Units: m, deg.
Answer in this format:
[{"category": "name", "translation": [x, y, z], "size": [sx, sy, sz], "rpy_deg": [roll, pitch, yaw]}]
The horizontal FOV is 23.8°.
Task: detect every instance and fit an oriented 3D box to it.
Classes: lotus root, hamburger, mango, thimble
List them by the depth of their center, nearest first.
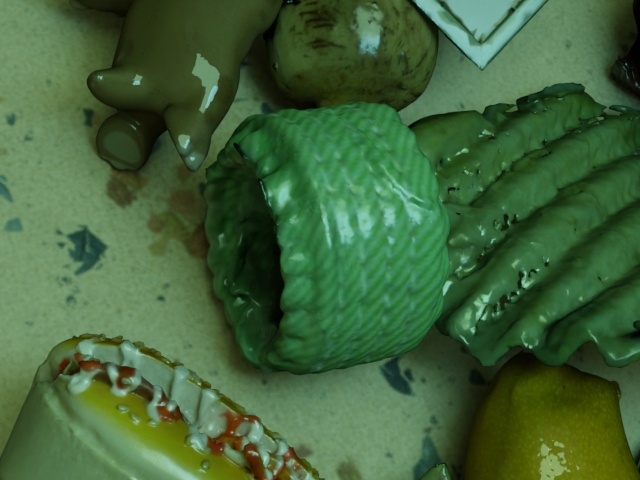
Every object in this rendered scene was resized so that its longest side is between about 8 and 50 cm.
[{"category": "hamburger", "translation": [-0.091, 0.187, 1.111], "size": [0.295, 0.227, 0.151], "rpy_deg": [33, 83, -6]}, {"category": "mango", "translation": [0.206, 0.265, 1.225], "size": [0.187, 0.144, 0.359], "rpy_deg": [-17, 82, -25]}, {"category": "thimble", "translation": [0.000, 0.000, 1.227], "size": [0.150, 0.219, 0.219], "rpy_deg": [-11, 74, -22]}, {"category": "lotus root", "translation": [0.024, -0.198, 1.351], "size": [0.154, 0.140, 0.257], "rpy_deg": [6, 65, -25]}]

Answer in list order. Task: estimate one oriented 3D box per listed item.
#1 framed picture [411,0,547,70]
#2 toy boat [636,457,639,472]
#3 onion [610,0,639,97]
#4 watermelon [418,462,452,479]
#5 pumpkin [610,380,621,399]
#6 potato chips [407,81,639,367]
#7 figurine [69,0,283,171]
[{"category": "framed picture", "translation": [0.155, -0.316, 1.310], "size": [0.216, 0.016, 0.273], "rpy_deg": [45, 85, -8]}, {"category": "toy boat", "translation": [0.323, 0.268, 1.323], "size": [0.104, 0.052, 0.210], "rpy_deg": [0, 69, -3]}, {"category": "onion", "translation": [0.382, -0.186, 1.476], "size": [0.272, 0.195, 0.272], "rpy_deg": [29, 54, -50]}, {"category": "watermelon", "translation": [0.086, 0.271, 1.229], "size": [0.069, 0.087, 0.163], "rpy_deg": [-7, 68, 11]}, {"category": "pumpkin", "translation": [0.219, 0.159, 1.330], "size": [0.074, 0.054, 0.083], "rpy_deg": [9, 88, -13]}, {"category": "potato chips", "translation": [0.259, 0.003, 1.315], "size": [0.389, 0.097, 0.373], "rpy_deg": [-9, 41, -31]}, {"category": "figurine", "translation": [-0.139, -0.202, 1.254], "size": [0.173, 0.177, 0.247], "rpy_deg": [40, 70, -31]}]
